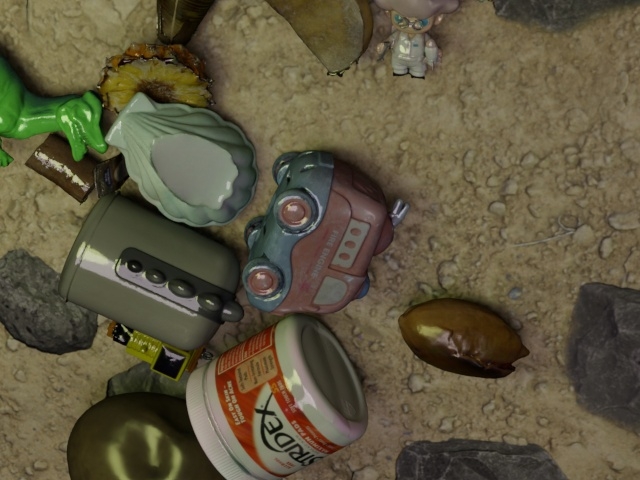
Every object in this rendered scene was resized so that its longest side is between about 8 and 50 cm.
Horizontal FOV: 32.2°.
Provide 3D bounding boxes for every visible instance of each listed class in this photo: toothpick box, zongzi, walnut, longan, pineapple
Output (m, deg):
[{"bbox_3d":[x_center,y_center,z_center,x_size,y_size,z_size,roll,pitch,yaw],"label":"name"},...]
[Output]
[{"bbox_3d":[-0.278,0.067,1.940,0.316,0.229,0.229,25,113,-4],"label":"toothpick box"},{"bbox_3d":[-0.263,-0.420,1.815,0.184,0.084,0.187,31,118,-12],"label":"zongzi"},{"bbox_3d":[0.255,0.174,1.969,0.245,0.137,0.137,16,113,0],"label":"walnut"},{"bbox_3d":[-0.305,0.430,2.070,0.350,0.288,0.288,31,112,0],"label":"longan"},{"bbox_3d":[-0.275,-0.257,1.865,0.221,0.047,0.221,-2,148,-1],"label":"pineapple"}]

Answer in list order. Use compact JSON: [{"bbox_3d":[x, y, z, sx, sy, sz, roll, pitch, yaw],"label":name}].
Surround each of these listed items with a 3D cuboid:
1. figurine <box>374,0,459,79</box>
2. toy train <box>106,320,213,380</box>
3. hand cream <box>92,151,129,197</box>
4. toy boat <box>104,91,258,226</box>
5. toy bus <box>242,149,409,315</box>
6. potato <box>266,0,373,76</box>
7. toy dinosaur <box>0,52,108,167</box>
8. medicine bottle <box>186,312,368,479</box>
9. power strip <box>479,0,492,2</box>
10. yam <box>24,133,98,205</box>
[{"bbox_3d":[0.153,-0.368,1.780,0.137,0.112,0.229,10,126,12],"label":"figurine"},{"bbox_3d":[-0.302,0.181,2.043,0.219,0.127,0.089,26,112,-4],"label":"toy train"},{"bbox_3d":[-0.347,-0.126,1.907,0.039,0.163,0.062,8,113,10],"label":"hand cream"},{"bbox_3d":[-0.218,-0.127,1.871,0.290,0.100,0.199,33,91,-28],"label":"toy boat"},{"bbox_3d":[0.000,0.000,1.906,0.232,0.197,0.294,20,111,-12],"label":"toy bus"},{"bbox_3d":[-0.004,-0.395,1.774,0.243,0.098,0.138,44,130,-19],"label":"potato"},{"bbox_3d":[-0.593,-0.348,1.872,0.375,0.144,0.499,-14,92,-4],"label":"toy dinosaur"},{"bbox_3d":[-0.073,0.288,1.989,0.241,0.252,0.252,-31,105,18],"label":"medicine bottle"},{"bbox_3d":[0.319,-0.447,1.703,0.216,0.145,0.061,-41,100,21],"label":"power strip"},{"bbox_3d":[-0.449,-0.129,1.963,0.127,0.084,0.084,37,111,-8],"label":"yam"}]
